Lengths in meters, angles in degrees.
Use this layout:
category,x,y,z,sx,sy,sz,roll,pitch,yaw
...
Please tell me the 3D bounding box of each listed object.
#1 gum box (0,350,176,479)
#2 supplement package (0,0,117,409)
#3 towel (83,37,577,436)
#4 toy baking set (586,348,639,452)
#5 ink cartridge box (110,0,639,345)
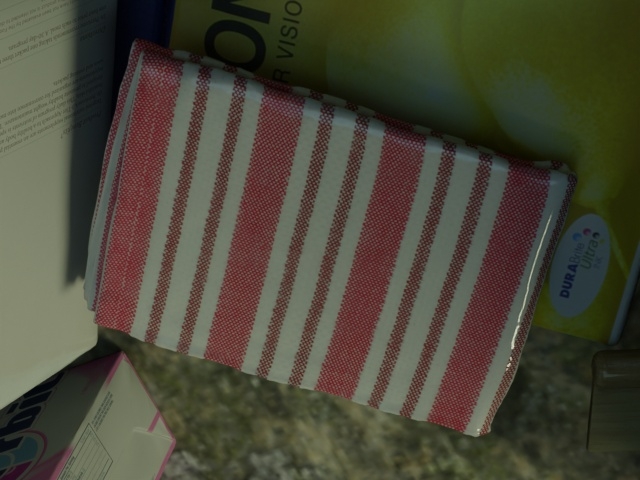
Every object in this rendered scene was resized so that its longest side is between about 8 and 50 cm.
category,x,y,z,sx,sy,sz,roll,pitch,yaw
gum box,-0.152,0.140,0.873,0.107,0.188,0.062,-20,112,22
supplement package,-0.205,-0.028,0.776,0.149,0.194,0.203,22,122,25
towel,0.000,0.000,0.785,0.197,0.029,0.144,17,125,1
toy baking set,0.217,0.116,0.847,0.256,0.030,0.197,20,120,-18
ink cartridge box,0.015,-0.130,0.760,0.307,0.072,0.304,13,121,4
